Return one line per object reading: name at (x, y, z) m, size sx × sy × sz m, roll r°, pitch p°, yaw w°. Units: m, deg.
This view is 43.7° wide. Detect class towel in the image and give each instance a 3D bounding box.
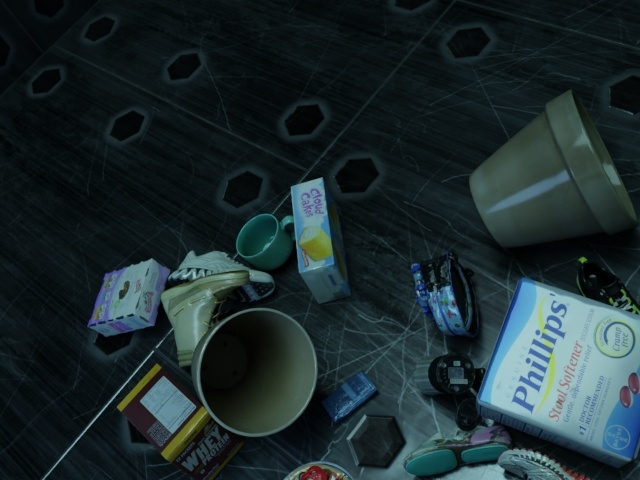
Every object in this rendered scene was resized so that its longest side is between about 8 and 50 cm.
towel at (0.062, 0.343, 1.760) m, size 0.119 × 0.029 × 0.067 m, roll -38°, pitch 51°, yaw -6°

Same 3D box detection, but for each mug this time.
mug at (-0.122, 0.011, 2.009) m, size 0.157 × 0.097 × 0.130 m, roll -3°, pitch 57°, yaw 37°

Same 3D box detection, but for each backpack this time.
backpack at (0.279, 0.132, 1.745) m, size 0.116 × 0.158 × 0.173 m, roll -19°, pitch 63°, yaw 20°

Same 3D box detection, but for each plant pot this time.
plant pot at (0.496, -0.121, 1.757) m, size 0.280 × 0.323 × 0.323 m, roll -28°, pitch 49°, yaw 24°
plant pot at (-0.175, 0.272, 1.726) m, size 0.256 × 0.256 × 0.274 m, roll -53°, pitch 16°, yaw -17°

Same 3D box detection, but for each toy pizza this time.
toy pizza at (-0.013, 0.552, 1.645) m, size 0.201 × 0.032 × 0.201 m, roll -11°, pitch 54°, yaw 15°

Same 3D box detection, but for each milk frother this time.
milk frother at (0.265, 0.311, 1.641) m, size 0.129 × 0.135 × 0.143 m, roll 20°, pitch 74°, yaw -9°

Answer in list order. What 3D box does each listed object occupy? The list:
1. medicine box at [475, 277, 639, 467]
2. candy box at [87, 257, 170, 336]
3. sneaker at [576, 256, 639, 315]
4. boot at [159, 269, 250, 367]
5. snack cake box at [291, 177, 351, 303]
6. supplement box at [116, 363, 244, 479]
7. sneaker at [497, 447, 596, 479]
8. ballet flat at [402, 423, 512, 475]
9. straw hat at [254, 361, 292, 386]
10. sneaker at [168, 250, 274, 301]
medicine box at (0.475, 0.250, 1.520) m, size 0.289 × 0.149 × 0.264 m, roll 19°, pitch 75°, yaw 17°
candy box at (-0.494, 0.149, 2.061) m, size 0.196 × 0.070 × 0.165 m, roll -15°, pitch 50°, yaw 37°
sneaker at (0.600, 0.129, 1.641) m, size 0.084 × 0.097 × 0.235 m, roll -33°, pitch 51°, yaw -2°
boot at (-0.257, 0.187, 1.897) m, size 0.261 × 0.095 × 0.204 m, roll -19°, pitch 80°, yaw 27°
snack cake box at (0.000, 0.000, 1.945) m, size 0.089 × 0.152 × 0.265 m, roll -16°, pitch 53°, yaw 11°
supplement box at (-0.306, 0.409, 1.763) m, size 0.194 × 0.191 × 0.129 m, roll 33°, pitch 74°, yaw 36°
sneaker at (0.430, 0.461, 1.489) m, size 0.225 × 0.088 × 0.093 m, roll 23°, pitch 69°, yaw 33°
ballet flat at (0.272, 0.415, 1.605) m, size 0.221 × 0.077 × 0.079 m, roll -14°, pitch 34°, yaw 7°
straw hat at (-0.086, 0.315, 1.814) m, size 0.144 × 0.061 × 0.145 m, roll -25°, pitch 53°, yaw 40°
sneaker at (-0.244, 0.080, 2.027) m, size 0.292 × 0.110 × 0.118 m, roll 4°, pitch 50°, yaw 25°
